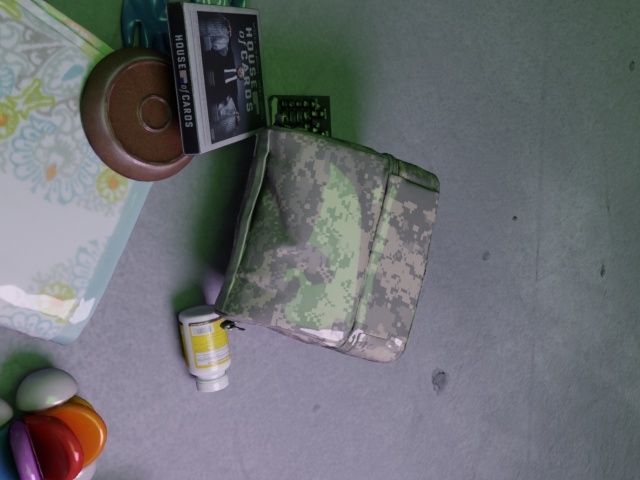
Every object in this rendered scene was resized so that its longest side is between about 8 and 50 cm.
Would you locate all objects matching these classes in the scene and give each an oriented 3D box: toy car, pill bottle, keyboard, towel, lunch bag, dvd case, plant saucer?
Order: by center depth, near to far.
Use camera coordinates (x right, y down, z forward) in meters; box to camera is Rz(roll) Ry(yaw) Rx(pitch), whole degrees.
[{"bbox_3d":[-0.358,-0.097,0.808,0.320,0.090,0.374,31,73,-38],"label":"towel"},{"bbox_3d":[-0.346,0.254,0.824,0.182,0.136,0.159,-20,105,-33],"label":"toy car"},{"bbox_3d":[-0.211,-0.157,0.855,0.168,0.029,0.168,-5,98,-42],"label":"plant saucer"},{"bbox_3d":[-0.128,-0.220,0.919,0.239,0.030,0.179,-43,131,-66],"label":"dvd case"},{"bbox_3d":[0.000,0.000,0.981,0.256,0.213,0.305,17,86,-29],"label":"lunch bag"},{"bbox_3d":[-0.164,0.156,0.992,0.065,0.065,0.116,-14,102,-34],"label":"pill bottle"},{"bbox_3d":[0.006,-0.075,1.118,0.202,0.033,0.317,-7,99,-35],"label":"keyboard"}]

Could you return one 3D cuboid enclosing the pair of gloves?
[{"bbox_3d":[-0.187,-0.320,0.964,0.198,0.023,0.159,-16,103,-33],"label":"pair of gloves"}]
